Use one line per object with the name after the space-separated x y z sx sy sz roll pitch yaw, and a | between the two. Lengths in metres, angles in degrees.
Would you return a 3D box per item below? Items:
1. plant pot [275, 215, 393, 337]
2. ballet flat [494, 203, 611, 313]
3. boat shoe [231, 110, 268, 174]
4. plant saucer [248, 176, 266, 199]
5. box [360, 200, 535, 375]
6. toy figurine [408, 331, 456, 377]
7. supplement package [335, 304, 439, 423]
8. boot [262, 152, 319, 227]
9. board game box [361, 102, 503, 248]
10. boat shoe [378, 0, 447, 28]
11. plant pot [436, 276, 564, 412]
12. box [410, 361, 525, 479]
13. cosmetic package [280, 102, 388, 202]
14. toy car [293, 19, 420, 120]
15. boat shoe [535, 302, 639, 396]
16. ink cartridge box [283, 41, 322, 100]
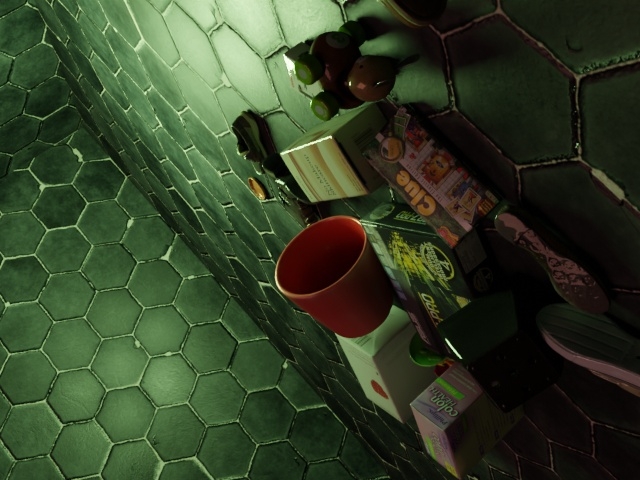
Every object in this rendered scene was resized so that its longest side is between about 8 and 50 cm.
0.057 0.112 1.927 0.275 0.275 0.243 26 159 51 | plant pot
0.410 0.027 1.275 0.250 0.058 0.084 43 138 8 | ballet flat
-0.207 -0.269 2.092 0.080 0.073 0.224 38 156 35 | boat shoe
-0.202 -0.169 2.348 0.083 0.013 0.083 43 158 22 | plant saucer
0.281 0.107 1.625 0.318 0.097 0.395 19 142 60 | box
0.337 0.308 1.875 0.173 0.130 0.159 1 143 41 | toy figurine
0.201 0.344 2.100 0.177 0.175 0.293 25 148 50 | supplement package
-0.047 -0.114 2.018 0.263 0.091 0.229 40 163 41 | boot
0.206 -0.122 1.382 0.260 0.030 0.136 47 123 13 | board game box
0.085 -0.442 1.108 0.307 0.110 0.104 60 165 7 | boat shoe
0.355 0.215 1.402 0.188 0.187 0.167 51 -166 -11 | plant pot
0.359 0.407 1.758 0.117 0.243 0.214 31 153 44 | box
0.045 -0.183 1.596 0.153 0.129 0.296 55 161 -12 | cosmetic package
0.078 -0.304 1.297 0.188 0.155 0.149 11 136 48 | toy car
0.512 0.209 1.276 0.302 0.109 0.094 30 153 42 | boat shoe
-0.010 -0.344 1.544 0.135 0.056 0.099 39 157 32 | ink cartridge box
